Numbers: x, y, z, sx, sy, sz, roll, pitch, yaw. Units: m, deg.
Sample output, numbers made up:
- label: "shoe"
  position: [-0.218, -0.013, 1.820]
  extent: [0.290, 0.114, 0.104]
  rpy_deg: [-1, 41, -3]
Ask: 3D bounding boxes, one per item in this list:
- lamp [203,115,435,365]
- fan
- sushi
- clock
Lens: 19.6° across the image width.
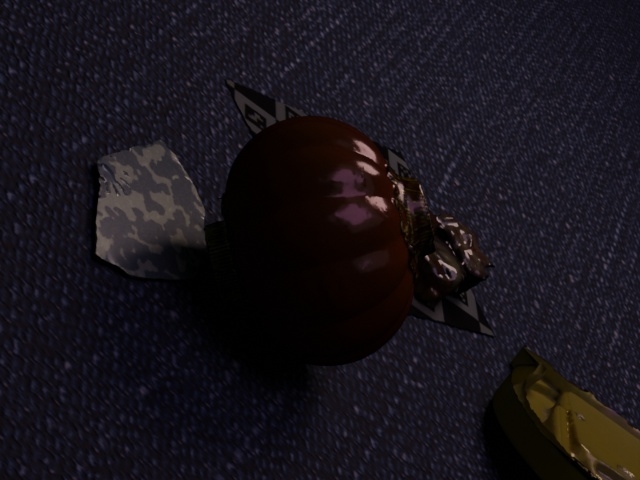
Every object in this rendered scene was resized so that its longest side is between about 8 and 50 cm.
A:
- label: "lamp"
  position: [0.000, 0.000, 1.621]
  extent: [0.223, 0.196, 0.223]
  rpy_deg: [-13, 90, -89]
- label: "fan"
  position: [-0.152, -0.024, 1.638]
  extent: [0.131, 0.009, 0.240]
  rpy_deg: [43, 25, -11]
- label: "sushi"
  position: [0.065, -0.048, 1.962]
  extent: [0.294, 0.059, 0.292]
  rpy_deg: [16, 38, -47]
- label: "clock"
  position: [0.286, 0.238, 1.874]
  extent: [0.277, 0.071, 0.293]
  rpy_deg: [37, 14, -2]
